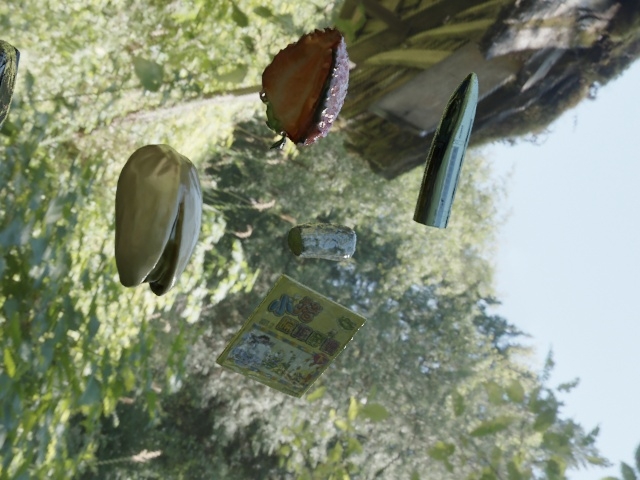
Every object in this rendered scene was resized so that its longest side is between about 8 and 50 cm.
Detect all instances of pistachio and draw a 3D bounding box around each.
[{"bbox_3d":[-0.235,-0.034,0.928,0.136,0.136,0.225,150,-53,-63],"label":"pistachio"}]

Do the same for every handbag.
[{"bbox_3d":[-0.772,-0.344,1.517,0.246,0.080,0.223,-68,-155,13],"label":"handbag"}]

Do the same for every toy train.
[{"bbox_3d":[0.202,-0.147,1.041,0.055,0.048,0.251,30,-69,62],"label":"toy train"}]

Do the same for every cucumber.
[{"bbox_3d":[0.002,0.000,1.078,0.064,0.112,0.064,-11,-103,55],"label":"cucumber"}]

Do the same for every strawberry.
[{"bbox_3d":[-0.017,-0.220,0.952,0.140,0.085,0.192,25,-66,36],"label":"strawberry"}]

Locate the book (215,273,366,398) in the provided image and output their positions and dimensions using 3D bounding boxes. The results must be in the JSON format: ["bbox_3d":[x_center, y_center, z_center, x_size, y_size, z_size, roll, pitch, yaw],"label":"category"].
[{"bbox_3d":[-0.047,0.160,1.039,0.192,0.168,0.013,-52,-154,17],"label":"book"}]
